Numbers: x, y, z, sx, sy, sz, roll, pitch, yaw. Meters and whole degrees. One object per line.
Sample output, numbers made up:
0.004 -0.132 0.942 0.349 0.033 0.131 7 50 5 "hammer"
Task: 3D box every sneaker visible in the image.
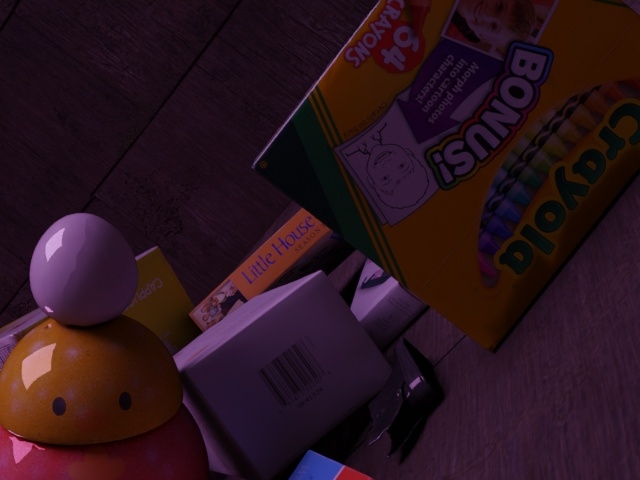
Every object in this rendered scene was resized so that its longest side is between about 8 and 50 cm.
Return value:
0.085 0.171 1.237 0.089 0.051 0.170 -46 13 7 "sneaker"

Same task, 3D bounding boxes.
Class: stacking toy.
-0.268 0.203 1.269 0.350 0.351 0.479 -82 -10 -72 "stacking toy"

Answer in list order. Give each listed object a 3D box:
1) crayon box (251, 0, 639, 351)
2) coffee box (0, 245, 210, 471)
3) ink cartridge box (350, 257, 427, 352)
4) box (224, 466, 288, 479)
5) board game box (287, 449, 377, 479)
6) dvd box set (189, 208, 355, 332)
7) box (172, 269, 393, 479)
0.161 -0.125 1.161 0.363 0.313 0.106 -52 6 4 "crayon box"
-0.366 0.260 1.721 0.334 0.338 0.338 -25 7 36 "coffee box"
0.143 0.009 1.559 0.239 0.060 0.275 -49 10 29 "ink cartridge box"
-0.118 0.370 1.529 0.145 0.038 0.186 -40 17 52 "box"
-0.048 0.367 1.104 0.316 0.064 0.242 -54 9 -12 "board game box"
0.000 0.000 1.809 0.420 0.062 0.307 -43 -11 8 "dvd box set"
-0.081 0.183 1.483 0.215 0.168 0.345 -36 4 -19 "box"
